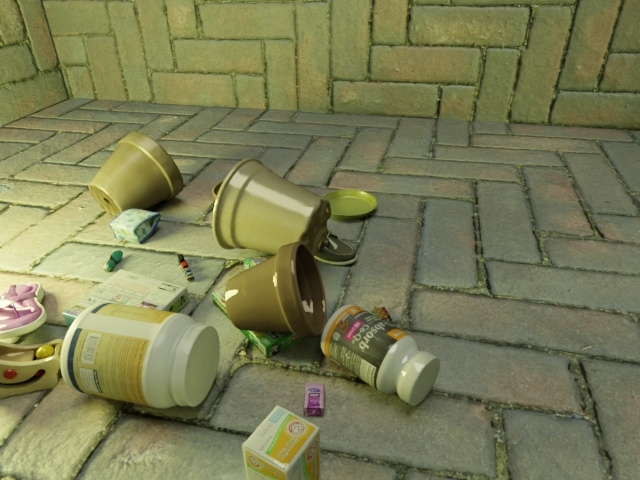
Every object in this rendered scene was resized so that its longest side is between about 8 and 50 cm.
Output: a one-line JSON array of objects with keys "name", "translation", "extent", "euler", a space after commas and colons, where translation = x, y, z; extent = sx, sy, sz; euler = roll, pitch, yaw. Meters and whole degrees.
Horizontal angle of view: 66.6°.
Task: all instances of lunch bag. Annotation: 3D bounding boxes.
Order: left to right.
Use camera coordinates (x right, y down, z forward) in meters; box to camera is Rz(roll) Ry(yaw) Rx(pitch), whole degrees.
[{"name": "lunch bag", "translation": [-0.715, -0.067, 1.896], "extent": [0.129, 0.096, 0.151], "euler": [12, 45, 18]}]

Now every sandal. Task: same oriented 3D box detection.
[{"name": "sandal", "translation": [-0.897, 0.180, 1.408], "extent": [0.169, 0.102, 0.416], "euler": [-18, 19, -26]}]

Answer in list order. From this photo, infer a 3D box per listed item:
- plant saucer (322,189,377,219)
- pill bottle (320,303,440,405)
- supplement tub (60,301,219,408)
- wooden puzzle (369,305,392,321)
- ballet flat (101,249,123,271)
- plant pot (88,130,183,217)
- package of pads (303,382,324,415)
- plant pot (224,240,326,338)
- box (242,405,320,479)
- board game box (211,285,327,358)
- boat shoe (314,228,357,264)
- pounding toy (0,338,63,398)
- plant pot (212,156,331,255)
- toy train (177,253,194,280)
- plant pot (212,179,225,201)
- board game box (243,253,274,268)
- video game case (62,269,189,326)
[{"name": "plant saucer", "translation": [0.120, -0.148, 2.064], "extent": [0.241, 0.037, 0.241], "euler": [-1, 31, 1]}, {"name": "pill bottle", "translation": [0.149, 0.287, 1.240], "extent": [0.278, 0.162, 0.162], "euler": [25, 40, 36]}, {"name": "supplement tub", "translation": [-0.432, 0.283, 1.199], "extent": [0.316, 0.228, 0.228], "euler": [7, 33, 12]}, {"name": "wooden puzzle", "translation": [0.182, 0.225, 1.487], "extent": [0.049, 0.006, 0.083], "euler": [-10, 33, -14]}, {"name": "ballet flat", "translation": [-0.744, 0.072, 1.730], "extent": [0.041, 0.041, 0.114], "euler": [2, 31, 5]}, {"name": "plant pot", "translation": [-0.785, -0.245, 2.029], "extent": [0.323, 0.323, 0.280], "euler": [19, 53, 29]}, {"name": "package of pads", "translation": [-0.015, 0.390, 1.200], "extent": [0.050, 0.032, 0.083], "euler": [-2, 32, 3]}, {"name": "plant pot", "translation": [-0.127, 0.152, 1.337], "extent": [0.229, 0.263, 0.263], "euler": [-14, 29, 15]}, {"name": "box", "translation": [-0.071, 0.445, 0.949], "extent": [0.103, 0.203, 0.114], "euler": [18, 36, 27]}, {"name": "board game box", "translation": [-0.161, 0.209, 1.485], "extent": [0.214, 0.046, 0.317], "euler": [-24, 38, -31]}, {"name": "boat shoe", "translation": [-0.003, 0.002, 1.771], "extent": [0.305, 0.091, 0.109], "euler": [20, 38, 30]}, {"name": "pounding toy", "translation": [-0.804, 0.297, 1.255], "extent": [0.270, 0.154, 0.155], "euler": [-9, 33, -14]}, {"name": "plant pot", "translation": [-0.142, -0.080, 1.655], "extent": [0.306, 0.333, 0.334], "euler": [19, 36, 17]}, {"name": "toy train", "translation": [-0.469, 0.091, 1.690], "extent": [0.027, 0.036, 0.158], "euler": [-16, 35, -23]}, {"name": "plant pot", "translation": [-0.329, -0.173, 2.047], "extent": [0.237, 0.109, 0.237], "euler": [0, 31, 0]}, {"name": "board game box", "translation": [-0.152, 0.078, 1.620], "extent": [0.136, 0.035, 0.201], "euler": [8, 4, 16]}, {"name": "video game case", "translation": [-0.587, 0.203, 1.489], "extent": [0.270, 0.061, 0.244], "euler": [12, 33, 20]}]
